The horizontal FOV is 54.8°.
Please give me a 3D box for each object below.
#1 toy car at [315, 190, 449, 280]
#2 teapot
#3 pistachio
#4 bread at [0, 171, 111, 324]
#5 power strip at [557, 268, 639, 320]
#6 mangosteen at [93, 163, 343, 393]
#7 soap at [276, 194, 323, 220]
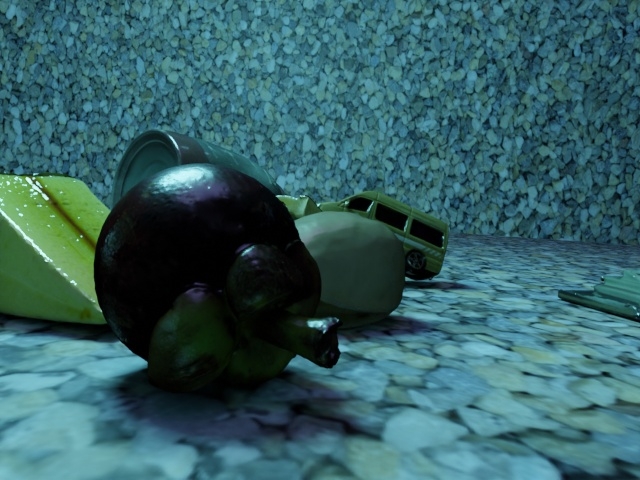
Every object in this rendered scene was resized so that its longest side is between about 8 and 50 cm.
[{"bbox_3d":[0.093,-0.019,1.076,0.256,0.125,0.101,23,-18,-11],"label":"toy car"},{"bbox_3d":[-0.169,-0.039,1.114,0.312,0.233,0.315,7,30,-45],"label":"teapot"},{"bbox_3d":[0.010,0.033,0.711,0.223,0.126,0.152,0,41,-38],"label":"pistachio"},{"bbox_3d":[-0.291,0.057,0.679,0.264,0.163,0.167,39,17,21],"label":"bread"},{"bbox_3d":[0.506,0.077,0.947,0.198,0.065,0.213,1,6,-13],"label":"power strip"},{"bbox_3d":[-0.084,0.029,0.459,0.172,0.173,0.184,3,23,-14],"label":"mangosteen"},{"bbox_3d":[-0.006,0.001,0.973,0.092,0.037,0.252,5,-23,31],"label":"soap"}]
